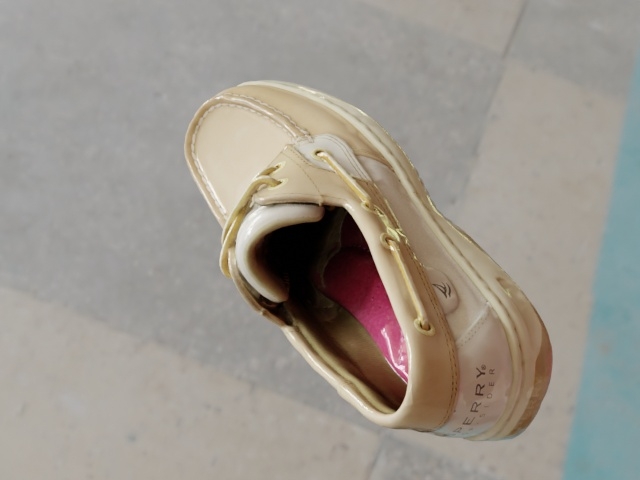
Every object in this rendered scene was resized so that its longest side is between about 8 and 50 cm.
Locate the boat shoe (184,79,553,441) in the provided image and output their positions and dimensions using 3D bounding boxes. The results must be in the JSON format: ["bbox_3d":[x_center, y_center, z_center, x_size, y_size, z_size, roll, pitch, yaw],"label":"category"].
[{"bbox_3d":[0.000,0.000,0.530,0.059,0.063,0.170,-1,32,-41],"label":"boat shoe"}]
